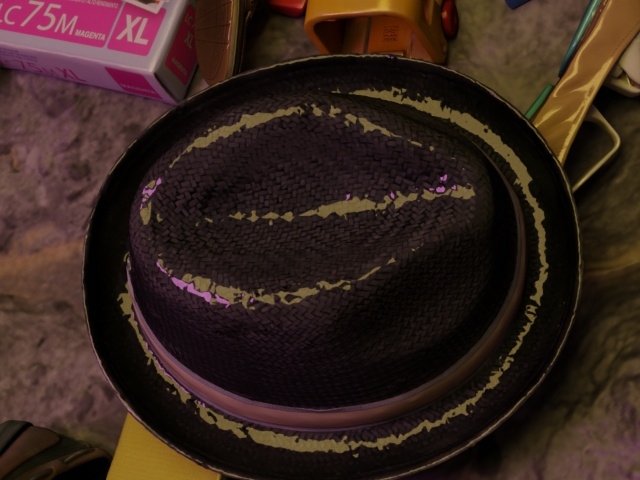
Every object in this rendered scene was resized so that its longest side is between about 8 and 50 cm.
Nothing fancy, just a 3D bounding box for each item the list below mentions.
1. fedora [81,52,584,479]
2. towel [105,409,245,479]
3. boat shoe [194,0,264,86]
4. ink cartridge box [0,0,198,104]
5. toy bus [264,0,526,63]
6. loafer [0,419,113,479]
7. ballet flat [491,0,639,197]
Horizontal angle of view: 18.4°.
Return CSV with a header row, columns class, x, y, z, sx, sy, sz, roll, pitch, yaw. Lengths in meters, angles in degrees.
class,x,y,z,sx,sy,sz,roll,pitch,yaw
fedora,0.000,0.000,1.258,0.334,0.152,0.334,-2,74,7
towel,-0.084,0.102,1.352,0.102,0.021,0.237,6,72,38
boat shoe,-0.064,-0.192,1.516,0.056,0.049,0.152,6,93,54
ink cartridge box,-0.142,-0.272,1.606,0.186,0.065,0.311,13,70,27
toy bus,0.048,-0.226,1.474,0.191,0.104,0.202,-43,58,-1
loafer,-0.203,0.195,1.318,0.084,0.096,0.267,4,22,5
ballet flat,0.188,-0.101,1.386,0.073,0.080,0.232,32,83,4
